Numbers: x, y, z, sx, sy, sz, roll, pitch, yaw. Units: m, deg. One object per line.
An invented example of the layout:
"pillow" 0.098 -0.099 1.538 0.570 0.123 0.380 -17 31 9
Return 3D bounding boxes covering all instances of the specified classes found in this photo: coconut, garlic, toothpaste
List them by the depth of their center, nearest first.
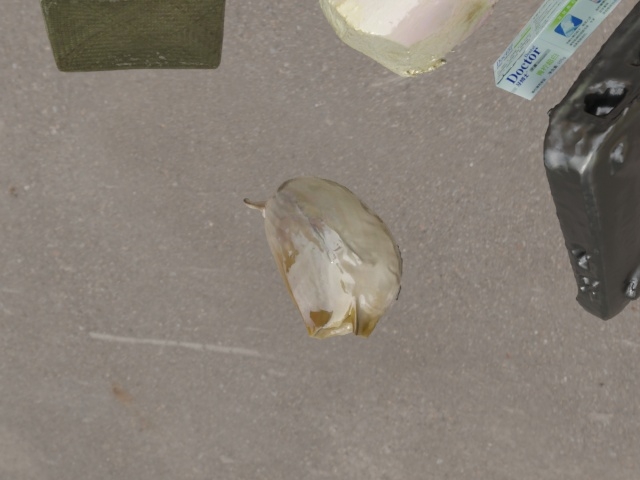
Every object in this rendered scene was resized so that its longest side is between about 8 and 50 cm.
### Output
"garlic" -0.002 -0.003 0.448 0.084 0.066 0.152 -37 62 13
"toothpaste" 0.409 -0.373 1.091 0.081 0.067 0.336 17 142 -16
"coconut" 0.175 -0.458 1.132 0.297 0.297 0.309 49 127 -1

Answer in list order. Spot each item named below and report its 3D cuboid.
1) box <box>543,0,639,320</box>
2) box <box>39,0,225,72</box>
"box" 0.393 -0.114 0.761 0.091 0.359 0.350 32 165 42
"box" -0.293 -0.378 1.074 0.273 0.184 0.143 -6 68 -12
